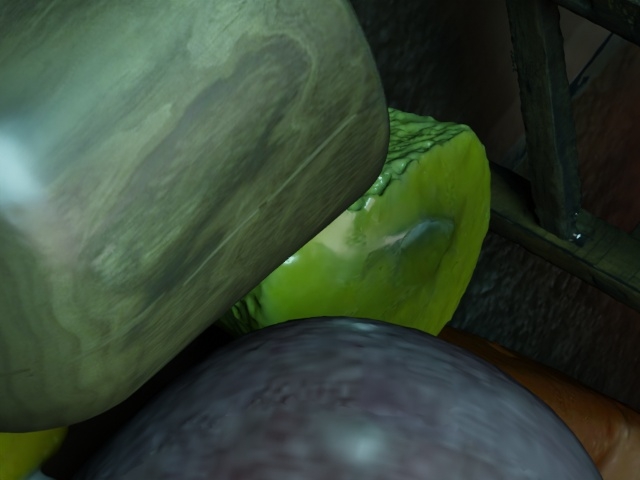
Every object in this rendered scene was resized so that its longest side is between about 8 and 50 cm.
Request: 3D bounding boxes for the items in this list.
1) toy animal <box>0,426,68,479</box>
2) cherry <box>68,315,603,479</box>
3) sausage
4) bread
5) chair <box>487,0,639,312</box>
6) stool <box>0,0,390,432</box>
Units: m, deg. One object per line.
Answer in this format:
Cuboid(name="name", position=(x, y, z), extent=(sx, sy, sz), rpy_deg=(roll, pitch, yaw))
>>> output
Cuboid(name="toy animal", position=(-0.130, 0.141, 0.716), extent=(0.181, 0.131, 0.127), rpy_deg=(2, 142, -38))
Cuboid(name="cherry", position=(0.001, 0.160, 0.622), extent=(0.261, 0.221, 0.307), rpy_deg=(-64, 169, -3))
Cuboid(name="sausage", position=(0.088, 0.102, 0.895), extent=(0.348, 0.094, 0.097), rpy_deg=(21, 109, -51))
Cuboid(name="bread", position=(0.000, 0.000, 0.729), extent=(0.129, 0.114, 0.111), rpy_deg=(-18, 124, -39))
Cuboid(name="chair", position=(0.246, -0.047, 0.698), extent=(0.203, 0.416, 0.241), rpy_deg=(-44, 146, -19))
Cuboid(name="stool", position=(-0.129, -0.006, 0.547), extent=(0.264, 0.179, 0.179), rpy_deg=(-40, 135, -22))
